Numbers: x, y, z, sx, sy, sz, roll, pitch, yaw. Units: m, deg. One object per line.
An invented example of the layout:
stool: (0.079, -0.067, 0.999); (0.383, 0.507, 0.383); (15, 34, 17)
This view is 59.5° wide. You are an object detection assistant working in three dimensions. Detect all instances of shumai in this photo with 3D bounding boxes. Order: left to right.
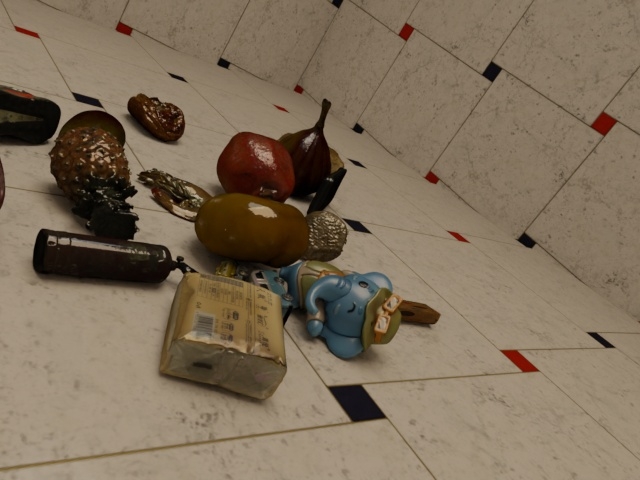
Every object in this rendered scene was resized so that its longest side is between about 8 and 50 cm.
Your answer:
shumai: (0.000, -0.004, 1.450); (0.146, 0.145, 0.116); (29, -17, 7)

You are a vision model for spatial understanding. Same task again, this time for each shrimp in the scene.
shrimp: (-0.349, -0.104, 1.358); (0.236, 0.053, 0.133); (30, 40, -1)

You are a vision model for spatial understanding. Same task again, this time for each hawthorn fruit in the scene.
hawthorn fruit: (-0.170, -0.169, 1.510); (0.211, 0.210, 0.262); (16, 31, -27)

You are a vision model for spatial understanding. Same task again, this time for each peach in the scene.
peach: (-0.149, -0.024, 1.203); (0.251, 0.153, 0.251); (8, -5, 1)

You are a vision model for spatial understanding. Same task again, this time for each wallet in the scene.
wallet: (0.023, -0.161, 1.794); (0.044, 0.149, 0.250); (31, 21, 4)

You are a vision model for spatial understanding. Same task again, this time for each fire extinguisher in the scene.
fire extinguisher: (-0.338, 0.038, 0.959); (0.268, 0.072, 0.089); (10, 17, -38)

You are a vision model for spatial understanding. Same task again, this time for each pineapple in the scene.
pineapple: (-0.436, -0.096, 1.104); (0.158, 0.157, 0.278); (6, 41, -44)

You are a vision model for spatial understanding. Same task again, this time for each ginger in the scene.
ginger: (-0.087, -0.315, 2.147); (0.236, 0.166, 0.376); (-37, 32, -30)

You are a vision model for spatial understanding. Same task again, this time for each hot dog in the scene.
hot dog: (-0.519, -0.394, 1.772); (0.161, 0.099, 0.227); (0, 36, -50)

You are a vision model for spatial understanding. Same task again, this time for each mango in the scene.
mango: (-0.550, -0.252, 1.362); (0.133, 0.111, 0.267); (33, 22, -17)

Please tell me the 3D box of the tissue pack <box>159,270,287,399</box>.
tissue pack: (-0.152, 0.144, 0.908); (0.186, 0.090, 0.222); (18, 20, -17)

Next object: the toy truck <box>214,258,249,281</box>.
toy truck: (-0.179, 0.082, 1.083); (0.063, 0.052, 0.123); (19, 20, -8)

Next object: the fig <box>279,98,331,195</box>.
fig: (-0.046, -0.309, 1.820); (0.217, 0.320, 0.217); (18, 22, -8)

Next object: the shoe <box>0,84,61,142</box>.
shoe: (-0.747, -0.295, 1.208); (0.171, 0.132, 0.336); (28, 17, 16)

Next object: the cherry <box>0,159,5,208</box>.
cherry: (-0.601, -0.120, 0.824); (0.285, 0.212, 0.236); (40, 28, 15)

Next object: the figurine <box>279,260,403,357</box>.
figurine: (0.032, 0.133, 1.124); (0.262, 0.153, 0.180); (11, 28, 6)

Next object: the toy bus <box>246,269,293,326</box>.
toy bus: (-0.107, 0.109, 1.094); (0.075, 0.060, 0.123); (11, 27, -29)

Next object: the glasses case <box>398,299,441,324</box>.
glasses case: (0.207, 0.172, 1.357); (0.170, 0.041, 0.065); (12, 13, -33)
